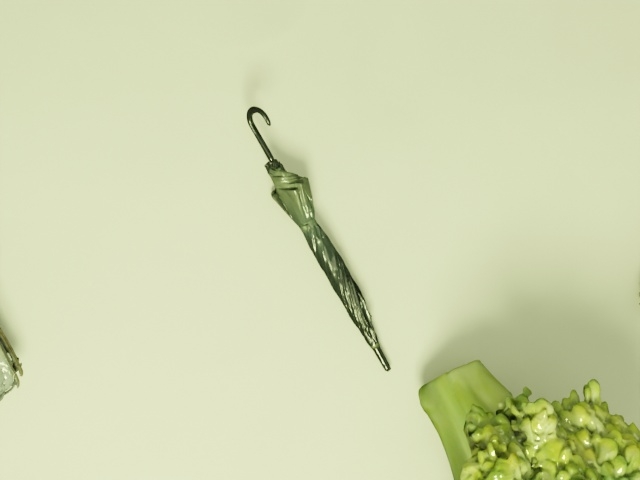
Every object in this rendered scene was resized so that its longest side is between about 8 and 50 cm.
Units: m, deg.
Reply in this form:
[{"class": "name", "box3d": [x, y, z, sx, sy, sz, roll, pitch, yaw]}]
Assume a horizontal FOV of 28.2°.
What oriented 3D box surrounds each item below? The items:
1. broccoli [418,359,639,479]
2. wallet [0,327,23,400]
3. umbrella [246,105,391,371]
[{"class": "broccoli", "box3d": [0.166, 0.215, 1.090, 0.263, 0.247, 0.243, 4, 44, -48]}, {"class": "wallet", "box3d": [-0.360, 0.050, 1.051, 0.170, 0.069, 0.231, -27, 96, -8]}, {"class": "umbrella", "box3d": [-0.004, 0.001, 1.149, 0.044, 0.044, 0.269, -34, 102, -38]}]
